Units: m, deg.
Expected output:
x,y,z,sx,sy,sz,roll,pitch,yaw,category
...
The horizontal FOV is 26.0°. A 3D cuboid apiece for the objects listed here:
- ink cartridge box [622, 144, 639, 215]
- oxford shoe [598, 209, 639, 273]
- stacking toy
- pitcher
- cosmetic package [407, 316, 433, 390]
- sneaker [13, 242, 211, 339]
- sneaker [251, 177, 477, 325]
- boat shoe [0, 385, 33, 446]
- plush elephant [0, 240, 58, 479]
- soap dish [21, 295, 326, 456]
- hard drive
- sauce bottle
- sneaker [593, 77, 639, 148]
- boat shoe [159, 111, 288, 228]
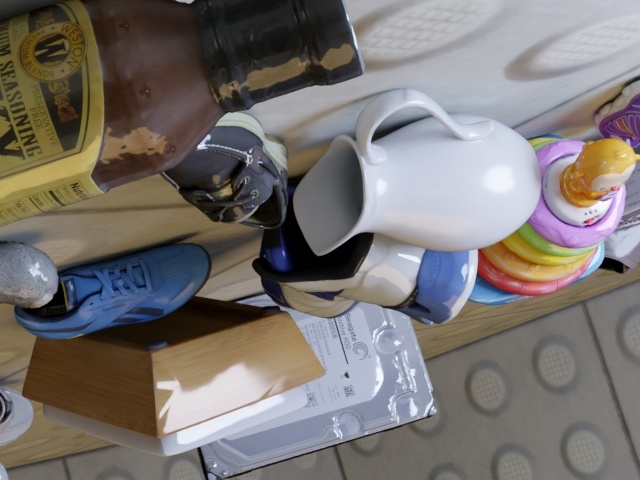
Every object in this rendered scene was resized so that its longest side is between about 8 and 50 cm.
x,y,z,sx,sy,sz,roll,pitch,yaw,category
0.440,-0.129,1.578,0.275,0.060,0.239,-27,-169,43,ink cartridge box
0.421,-0.026,1.866,0.363,0.133,0.130,-17,169,-4,oxford shoe
0.234,-0.042,1.343,0.175,0.166,0.302,-15,173,-14,stacking toy
0.101,-0.066,1.225,0.207,0.125,0.178,-4,144,-29,pitcher
0.085,0.195,2.353,0.151,0.184,0.151,-16,170,-7,cosmetic package
-0.216,0.052,1.435,0.209,0.069,0.082,-18,166,6,sneaker
0.001,0.000,1.403,0.182,0.128,0.315,22,170,-28,sneaker
-0.476,0.247,1.967,0.084,0.095,0.258,-17,172,23,boat shoe
-0.367,0.141,1.127,0.330,0.255,0.272,-16,170,-5,plush elephant
-0.172,0.139,1.563,0.229,0.118,0.290,-16,-167,-38,soap dish
-0.029,0.183,1.959,0.338,0.237,0.064,-14,170,-12,hard drive
-0.149,-0.075,0.767,0.344,0.111,0.111,-19,170,1,sauce bottle
0.327,-0.117,1.412,0.068,0.071,0.170,-16,170,-4,sneaker
-0.071,-0.050,1.107,0.080,0.073,0.223,-20,170,14,boat shoe
